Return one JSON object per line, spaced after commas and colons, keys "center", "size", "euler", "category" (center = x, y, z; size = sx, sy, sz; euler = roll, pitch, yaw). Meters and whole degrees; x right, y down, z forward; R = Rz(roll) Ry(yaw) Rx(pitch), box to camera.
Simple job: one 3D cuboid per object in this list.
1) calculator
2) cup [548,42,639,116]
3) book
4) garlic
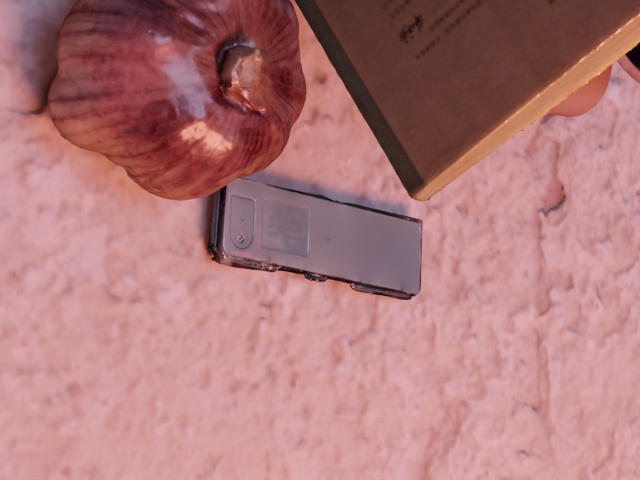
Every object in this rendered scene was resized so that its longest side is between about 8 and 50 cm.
{"center": [0.000, 0.000, 1.048], "size": [0.172, 0.018, 0.057], "euler": [11, 80, -40], "category": "calculator"}
{"center": [0.185, -0.222, 1.051], "size": [0.208, 0.273, 0.288], "euler": [-18, 132, -23], "category": "cup"}
{"center": [0.064, -0.192, 0.928], "size": [0.025, 0.215, 0.282], "euler": [10, 47, -57], "category": "book"}
{"center": [-0.071, -0.097, 0.941], "size": [0.159, 0.102, 0.147], "euler": [2, 83, -42], "category": "garlic"}
